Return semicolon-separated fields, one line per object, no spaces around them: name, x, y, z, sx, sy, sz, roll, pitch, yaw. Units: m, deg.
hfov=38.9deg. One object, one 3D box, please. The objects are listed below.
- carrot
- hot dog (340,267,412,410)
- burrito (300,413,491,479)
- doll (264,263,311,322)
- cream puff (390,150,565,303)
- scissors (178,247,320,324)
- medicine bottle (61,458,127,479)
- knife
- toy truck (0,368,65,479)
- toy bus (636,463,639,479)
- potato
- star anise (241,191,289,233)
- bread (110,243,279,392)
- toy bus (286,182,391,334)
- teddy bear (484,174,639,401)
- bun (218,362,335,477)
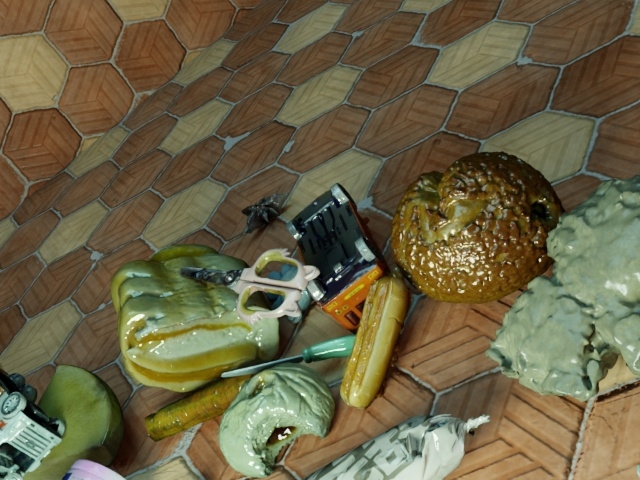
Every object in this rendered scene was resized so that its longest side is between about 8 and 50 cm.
carrot;-0.220;0.310;1.693;0.260;0.070;0.070;-25;32;20
hot dog;0.101;0.162;1.515;0.102;0.076;0.249;147;141;-75
burrito;0.054;0.363;1.316;0.445;0.101;0.139;-34;19;8
doll;-0.059;0.101;1.834;0.180;0.075;0.120;-177;95;-73
cream puff;0.255;-0.032;1.549;0.303;0.212;0.303;-30;31;20
scissors;-0.148;0.074;1.667;0.318;0.024;0.160;6;61;36
medicine bottle;-0.423;0.517;1.530;0.152;0.152;0.254;-6;41;40
knife;-0.048;0.212;1.617;0.260;0.063;0.034;-14;74;6
toy truck;-0.637;0.359;1.768;0.184;0.133;0.338;-50;43;-11
toy bus;0.497;0.249;1.024;0.262;0.109;0.091;-31;25;7
potato;-0.473;0.396;1.795;0.255;0.112;0.269;1;59;40
star anise;-0.128;-0.077;2.143;0.129;0.056;0.124;-31;30;9
bread;-0.265;0.152;1.811;0.301;0.210;0.341;-8;30;-20
toy bus;0.046;0.029;1.729;0.143;0.153;0.329;-39;31;10
teddy bear;0.409;0.083;1.292;0.367;0.224;0.357;-45;30;15
bun;-0.084;0.291;1.528;0.204;0.126;0.212;7;51;52
